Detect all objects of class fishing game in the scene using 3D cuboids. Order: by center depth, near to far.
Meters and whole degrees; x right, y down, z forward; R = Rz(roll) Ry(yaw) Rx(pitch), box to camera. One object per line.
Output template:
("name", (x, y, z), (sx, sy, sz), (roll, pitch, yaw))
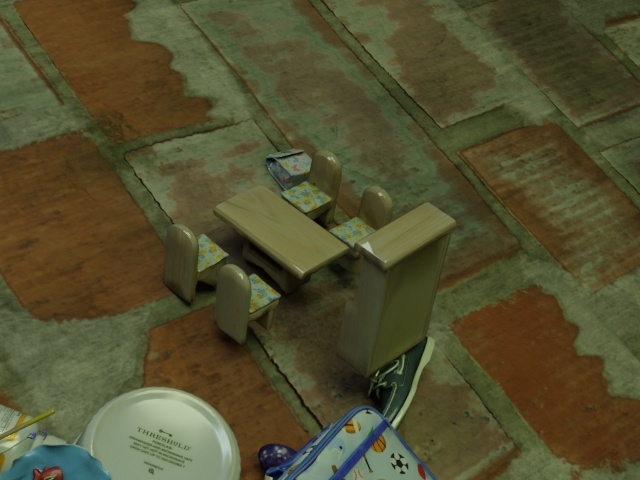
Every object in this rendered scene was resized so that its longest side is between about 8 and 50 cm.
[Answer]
("fishing game", (-0.363, 0.370, 1.681), (0.189, 0.041, 0.264), (-22, 87, 1))

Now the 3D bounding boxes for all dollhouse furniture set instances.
("dollhouse furniture set", (0.000, 0.000, 2.056), (0.394, 0.256, 0.362), (36, 46, 29))

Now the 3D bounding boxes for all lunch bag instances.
("lunch bag", (0.042, 0.397, 1.842), (0.243, 0.115, 0.303), (52, 38, 1))
("lunch bag", (-0.056, -0.142, 2.352), (0.071, 0.053, 0.083), (-15, 50, -34))

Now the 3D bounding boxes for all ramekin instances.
("ramekin", (-0.240, 0.338, 1.807), (0.272, 0.127, 0.273), (10, 50, -12))

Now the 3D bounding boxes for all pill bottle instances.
("pill bottle", (-0.474, 0.290, 1.761), (0.208, 0.117, 0.118), (21, 47, -4))

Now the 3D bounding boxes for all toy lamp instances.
("toy lamp", (-0.094, 0.430, 1.829), (0.080, 0.080, 0.275), (21, 45, -5))

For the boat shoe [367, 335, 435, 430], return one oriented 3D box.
("boat shoe", (0.125, 0.235, 2.074), (0.079, 0.095, 0.254), (28, 45, 0))
